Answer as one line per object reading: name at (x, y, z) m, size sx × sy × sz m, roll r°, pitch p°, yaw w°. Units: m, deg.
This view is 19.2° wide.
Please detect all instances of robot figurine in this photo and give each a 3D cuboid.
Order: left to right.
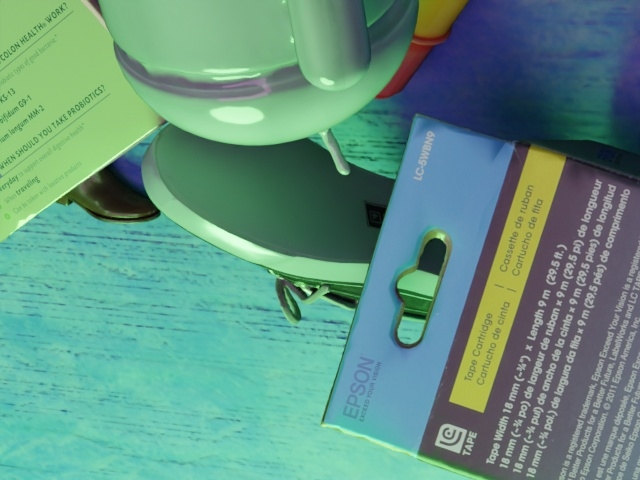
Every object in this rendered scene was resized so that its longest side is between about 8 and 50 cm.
robot figurine at (-0.050, -0.205, 1.164) m, size 0.200 × 0.300 × 0.353 m, roll -22°, pitch 128°, yaw -10°

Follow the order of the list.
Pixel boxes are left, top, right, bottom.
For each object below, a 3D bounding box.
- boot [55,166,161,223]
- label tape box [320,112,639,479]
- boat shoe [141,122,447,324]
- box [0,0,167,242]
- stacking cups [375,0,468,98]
boot at (-0.172, -0.075, 1.484) m, size 0.106 × 0.037 × 0.114 m, roll 14°, pitch 118°, yaw 14°
label tape box at (0.198, 0.063, 1.304) m, size 0.334 × 0.106 × 0.240 m, roll 19°, pitch 106°, yaw 8°
boat shoe at (0.000, -0.004, 1.344) m, size 0.306 × 0.113 × 0.105 m, roll 10°, pitch 146°, yaw -32°
box at (-0.221, -0.157, 1.346) m, size 0.213 × 0.117 × 0.243 m, roll -33°, pitch 104°, yaw 35°
stacking cups at (0.096, -0.220, 1.242) m, size 0.096 × 0.096 × 0.316 m, roll 36°, pitch 126°, yaw 1°
